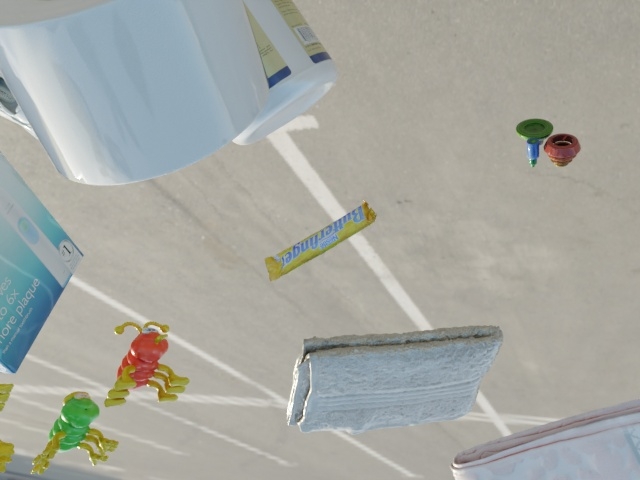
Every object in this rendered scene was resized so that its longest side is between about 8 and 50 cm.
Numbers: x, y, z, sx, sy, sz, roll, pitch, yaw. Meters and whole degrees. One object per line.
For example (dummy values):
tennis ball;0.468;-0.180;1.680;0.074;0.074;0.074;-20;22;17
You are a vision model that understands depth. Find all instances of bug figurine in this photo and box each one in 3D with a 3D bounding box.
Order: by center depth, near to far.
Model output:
bug figurine;-0.290;0.160;0.734;0.279;0.072;0.216;9;127;-44

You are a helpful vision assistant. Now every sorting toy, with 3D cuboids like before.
sorting toy;0.313;-0.130;0.992;0.061;0.102;0.042;-27;131;-17

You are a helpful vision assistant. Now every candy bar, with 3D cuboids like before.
candy bar;0.000;0.000;0.914;0.161;0.040;0.018;-30;137;10

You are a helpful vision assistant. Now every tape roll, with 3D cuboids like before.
tape roll;-0.189;-0.192;0.706;0.246;0.246;0.169;0;132;21

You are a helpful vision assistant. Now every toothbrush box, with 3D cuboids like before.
toothbrush box;-0.479;0.005;0.938;0.126;0.216;0.295;-2;137;22

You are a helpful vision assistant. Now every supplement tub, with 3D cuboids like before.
supplement tub;-0.142;-0.353;1.244;0.316;0.228;0.228;56;146;-1

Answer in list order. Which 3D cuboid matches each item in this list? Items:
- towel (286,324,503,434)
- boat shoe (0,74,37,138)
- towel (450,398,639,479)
towel;0.097;0.191;0.961;0.282;0.049;0.187;-4;137;-12
boat shoe;-0.572;-0.265;1.426;0.277;0.098;0.096;23;166;5
towel;0.364;0.345;0.821;0.317;0.053;0.332;-28;99;31
